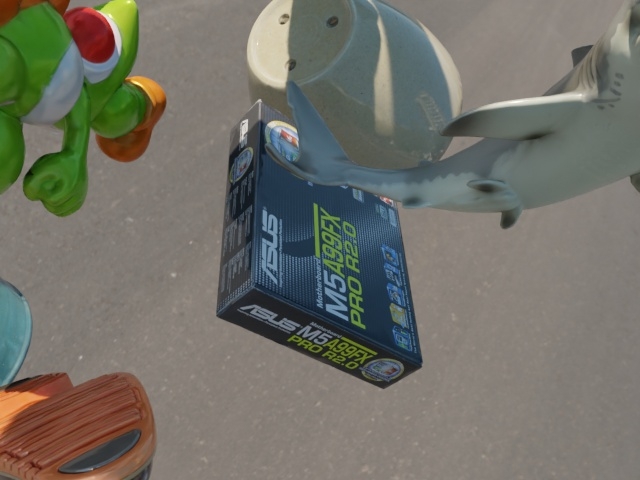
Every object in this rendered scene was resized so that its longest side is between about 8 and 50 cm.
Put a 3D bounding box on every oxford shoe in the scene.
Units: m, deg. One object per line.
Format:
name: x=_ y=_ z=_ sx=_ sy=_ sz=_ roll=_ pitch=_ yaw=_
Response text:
oxford shoe: x=-0.221 y=0.197 z=0.597 sx=0.130 sy=0.364 sz=0.132 roll=-20 pitch=95 yaw=-33

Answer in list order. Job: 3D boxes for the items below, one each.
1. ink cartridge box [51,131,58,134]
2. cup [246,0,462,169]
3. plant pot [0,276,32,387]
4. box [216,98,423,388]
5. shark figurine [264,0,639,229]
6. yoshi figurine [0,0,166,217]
ink cartridge box: x=-0.426 y=-0.247 z=1.086 sx=0.090 sy=0.092 sz=0.143 roll=-2 pitch=86 yaw=-45
cup: x=0.022 y=-0.243 z=1.019 sx=0.237 sy=0.331 sz=0.331 roll=37 pitch=30 yaw=-59
plant pot: x=-0.544 y=0.082 z=0.834 sx=0.272 sy=0.255 sz=0.271 roll=-7 pitch=50 yaw=8
box: x=0.000 y=0.000 z=0.730 sx=0.216 sy=0.060 sz=0.270 roll=30 pitch=38 yaw=-30
shark figurine: x=0.109 y=-0.070 z=0.386 sx=0.166 sy=0.278 sz=0.116 roll=40 pitch=55 yaw=-31
yoshi figurine: x=-0.278 y=-0.123 z=0.629 sx=0.204 sy=0.202 sz=0.362 roll=-2 pitch=10 yaw=3
